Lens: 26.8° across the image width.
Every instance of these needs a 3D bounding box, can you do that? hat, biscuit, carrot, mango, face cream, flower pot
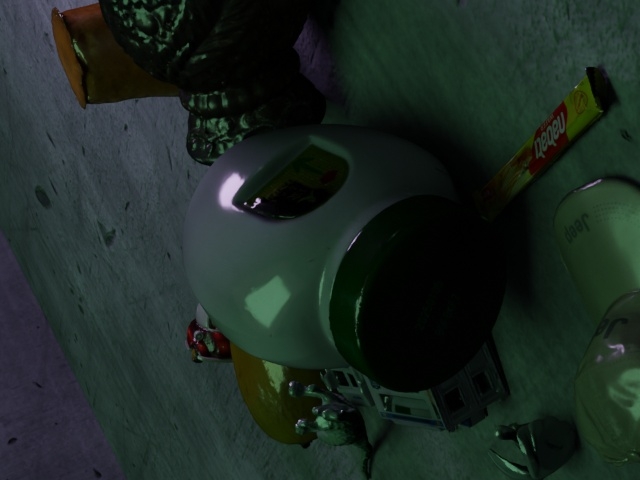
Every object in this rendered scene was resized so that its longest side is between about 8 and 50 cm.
[{"bbox_3d":[0.271,0.083,1.283,0.245,0.149,0.214,49,150,16],"label":"hat"},{"bbox_3d":[0.220,-0.088,1.369,0.292,0.026,0.048,126,139,-61],"label":"biscuit"},{"bbox_3d":[-0.229,-0.266,1.878,0.196,0.254,0.196,49,149,44],"label":"carrot"},{"bbox_3d":[-0.061,0.146,1.995,0.195,0.142,0.332,-1,106,59],"label":"mango"},{"bbox_3d":[0.017,0.009,1.520,0.357,0.312,0.219,29,154,47],"label":"face cream"},{"bbox_3d":[-0.120,-0.251,1.681,0.266,0.266,0.267,31,145,53],"label":"flower pot"}]

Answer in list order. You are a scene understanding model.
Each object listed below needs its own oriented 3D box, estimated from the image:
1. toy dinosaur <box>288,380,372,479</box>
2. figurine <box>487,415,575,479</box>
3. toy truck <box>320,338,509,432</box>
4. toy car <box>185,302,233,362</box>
[{"bbox_3d":[0.011,0.256,1.894,0.129,0.076,0.383,29,171,15],"label":"toy dinosaur"},{"bbox_3d":[0.233,0.233,1.521,0.086,0.094,0.082,8,77,66],"label":"figurine"},{"bbox_3d":[0.103,0.151,1.684,0.268,0.124,0.155,-5,110,63],"label":"toy truck"},{"bbox_3d":[-0.174,0.140,2.281,0.139,0.112,0.112,-140,51,-62],"label":"toy car"}]
